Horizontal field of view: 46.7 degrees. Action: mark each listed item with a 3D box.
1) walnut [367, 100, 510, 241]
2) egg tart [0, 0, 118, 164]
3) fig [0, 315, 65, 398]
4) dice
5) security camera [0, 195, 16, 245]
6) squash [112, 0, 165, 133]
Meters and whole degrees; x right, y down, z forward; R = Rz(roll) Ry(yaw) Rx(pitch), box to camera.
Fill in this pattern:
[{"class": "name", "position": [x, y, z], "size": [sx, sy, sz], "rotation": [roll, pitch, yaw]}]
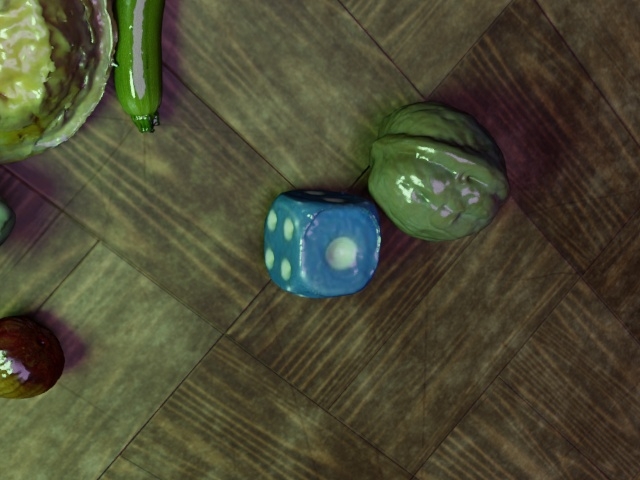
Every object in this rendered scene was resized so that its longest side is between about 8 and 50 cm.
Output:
[{"class": "walnut", "position": [0.176, -0.105, 1.135], "size": [0.224, 0.224, 0.224], "rotation": [-6, 108, -21]}, {"class": "egg tart", "position": [-0.415, -0.244, 0.872], "size": [0.352, 0.150, 0.351], "rotation": [-8, 114, -18]}, {"class": "fig", "position": [-0.426, 0.171, 1.037], "size": [0.119, 0.153, 0.119], "rotation": [18, 56, -29]}, {"class": "dice", "position": [0.000, 0.000, 1.121], "size": [0.143, 0.146, 0.146], "rotation": [-1, 105, -24]}, {"class": "security camera", "position": [-0.513, -0.082, 0.885], "size": [0.302, 0.157, 0.080], "rotation": [34, 74, -26]}, {"class": "squash", "position": [-0.241, -0.273, 0.984], "size": [0.069, 0.069, 0.257], "rotation": [0, 105, -23]}]
